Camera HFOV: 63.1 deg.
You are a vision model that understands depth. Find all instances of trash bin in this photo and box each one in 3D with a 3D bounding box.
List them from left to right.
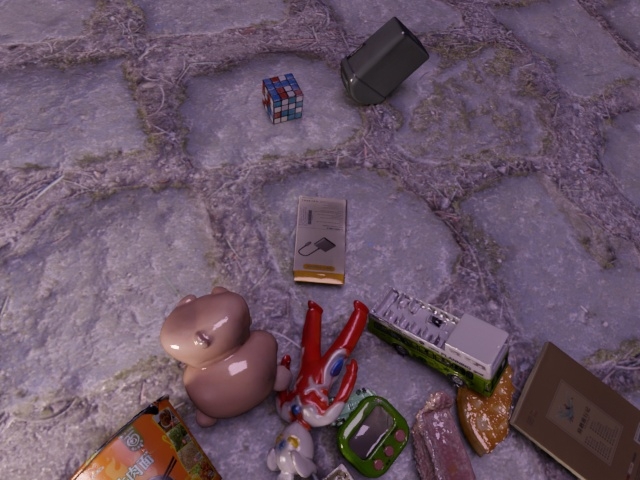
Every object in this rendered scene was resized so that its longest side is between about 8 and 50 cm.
[{"bbox_3d":[0.174,-0.504,1.500,0.176,0.236,0.101,17,45,-48],"label":"trash bin"}]

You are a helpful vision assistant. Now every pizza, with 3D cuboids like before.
[{"bbox_3d":[0.352,0.339,1.118,0.127,0.058,0.246,8,57,-1],"label":"pizza"}]

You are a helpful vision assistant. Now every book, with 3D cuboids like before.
[{"bbox_3d":[0.565,0.391,1.099,0.310,0.021,0.217,38,62,2],"label":"book"}]

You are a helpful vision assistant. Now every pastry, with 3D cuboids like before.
[{"bbox_3d":[0.240,0.432,1.021,0.102,0.112,0.265,4,71,-34],"label":"pastry"}]

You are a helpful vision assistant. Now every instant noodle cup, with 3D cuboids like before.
[{"bbox_3d":[-0.298,0.419,0.913,0.182,0.230,0.230,44,64,8],"label":"instant noodle cup"}]

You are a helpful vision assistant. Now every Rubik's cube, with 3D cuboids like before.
[{"bbox_3d":[-0.108,-0.404,1.485,0.092,0.092,0.092,-19,64,-16],"label":"Rubik's cube"}]

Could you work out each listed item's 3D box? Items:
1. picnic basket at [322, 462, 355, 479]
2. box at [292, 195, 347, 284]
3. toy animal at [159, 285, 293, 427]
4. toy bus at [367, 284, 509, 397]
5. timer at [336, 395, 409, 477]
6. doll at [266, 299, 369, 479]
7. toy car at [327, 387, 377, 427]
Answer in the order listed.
[{"bbox_3d":[0.024,0.507,0.903,0.134,0.196,0.154,-33,67,-25],"label":"picnic basket"},{"bbox_3d":[0.000,0.000,1.293,0.129,0.033,0.247,6,59,-4],"label":"box"},{"bbox_3d":[-0.190,0.215,1.021,0.210,0.221,0.230,-21,54,1],"label":"toy animal"},{"bbox_3d":[0.246,0.204,1.112,0.301,0.139,0.113,24,57,29],"label":"toy bus"},{"bbox_3d":[0.105,0.391,1.045,0.128,0.047,0.140,47,67,-5],"label":"timer"},{"bbox_3d":[-0.016,0.299,1.063,0.188,0.099,0.384,-8,52,35],"label":"doll"},{"bbox_3d":[0.064,0.349,1.093,0.122,0.035,0.059,-11,62,-22],"label":"toy car"}]
